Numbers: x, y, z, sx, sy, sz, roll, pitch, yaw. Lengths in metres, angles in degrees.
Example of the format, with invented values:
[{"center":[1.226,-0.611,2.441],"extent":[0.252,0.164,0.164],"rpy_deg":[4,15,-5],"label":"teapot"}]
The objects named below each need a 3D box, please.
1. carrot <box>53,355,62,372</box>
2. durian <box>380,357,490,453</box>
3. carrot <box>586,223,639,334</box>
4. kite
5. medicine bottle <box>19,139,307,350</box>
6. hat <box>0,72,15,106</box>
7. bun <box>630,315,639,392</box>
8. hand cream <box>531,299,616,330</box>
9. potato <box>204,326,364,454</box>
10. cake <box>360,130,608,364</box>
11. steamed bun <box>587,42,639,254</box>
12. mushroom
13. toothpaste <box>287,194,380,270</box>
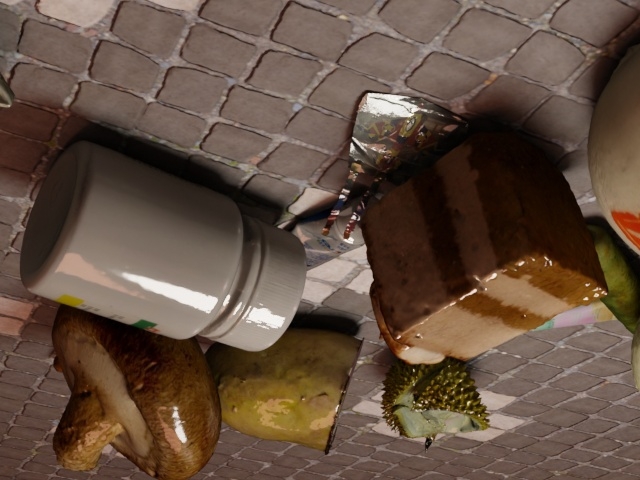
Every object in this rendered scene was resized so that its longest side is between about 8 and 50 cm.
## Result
[{"center":[-0.441,0.207,2.006],"extent":[0.055,0.055,0.161],"rpy_deg":[22,153,-29],"label":"carrot"},{"center":[0.200,0.278,1.956],"extent":[0.193,0.138,0.237],"rpy_deg":[0,150,-3],"label":"durian"},{"center":[0.446,0.078,1.634],"extent":[0.074,0.074,0.358],"rpy_deg":[-13,148,27],"label":"carrot"},{"center":[0.079,-0.085,1.384],"extent":[0.141,0.015,0.245],"rpy_deg":[17,129,-13],"label":"kite"},{"center":[-0.204,0.020,1.470],"extent":[0.340,0.208,0.208],"rpy_deg":[22,146,-28],"label":"medicine bottle"},{"center":[-0.489,-0.220,1.177],"extent":[0.258,0.168,0.301],"rpy_deg":[-18,125,-5],"label":"hat"},{"center":[0.622,0.143,1.566],"extent":[0.352,0.227,0.349],"rpy_deg":[-1,151,15],"label":"bun"},{"center":[0.386,0.113,1.739],"extent":[0.174,0.047,0.076],"rpy_deg":[-6,145,1],"label":"hand cream"},{"center":[-0.079,0.237,1.858],"extent":[0.266,0.229,0.229],"rpy_deg":[13,152,6],"label":"potato"},{"center":[0.179,0.026,1.379],"extent":[0.293,0.198,0.196],"rpy_deg":[-33,147,29],"label":"cake"},{"center":[0.477,-0.072,1.194],"extent":[0.374,0.241,0.374],"rpy_deg":[5,154,2],"label":"steamed bun"},{"center":[-0.297,0.218,1.765],"extent":[0.345,0.239,0.345],"rpy_deg":[11,126,16],"label":"mushroom"},{"center":[0.000,0.000,1.581],"extent":[0.096,0.061,0.266],"rpy_deg":[18,155,-26],"label":"toothpaste"}]
